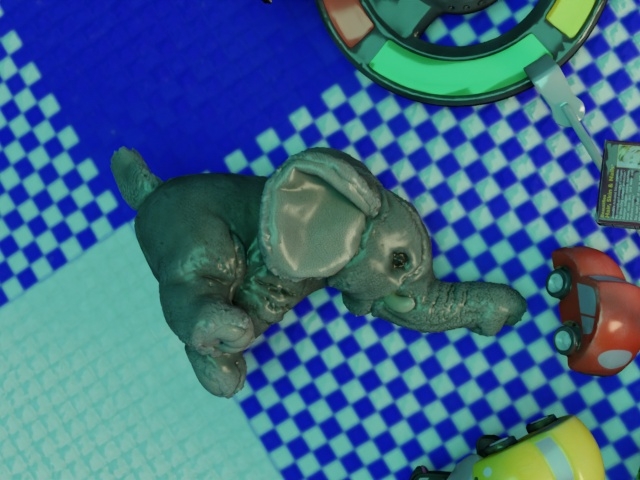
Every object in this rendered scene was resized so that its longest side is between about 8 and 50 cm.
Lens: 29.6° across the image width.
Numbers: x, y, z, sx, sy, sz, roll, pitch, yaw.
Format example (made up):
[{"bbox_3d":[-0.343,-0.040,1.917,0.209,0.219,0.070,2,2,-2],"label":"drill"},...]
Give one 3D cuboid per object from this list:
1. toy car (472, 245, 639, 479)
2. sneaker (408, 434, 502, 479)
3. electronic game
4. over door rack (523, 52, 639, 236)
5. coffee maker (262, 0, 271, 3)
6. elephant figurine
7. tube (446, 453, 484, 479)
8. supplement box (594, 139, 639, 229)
[{"bbox_3d":[0.226,0.138,0.838,0.225,0.239,0.053,40,142,-14],"label":"toy car"},{"bbox_3d":[0.083,0.211,0.912,0.178,0.072,0.077,-34,79,-1],"label":"sneaker"},{"bbox_3d":[0.103,-0.214,0.900,0.229,0.048,0.229,0,92,12],"label":"electronic game"},{"bbox_3d":[0.318,-0.046,0.814,0.239,0.108,0.324,-32,91,10],"label":"over door rack"},{"bbox_3d":[-0.007,-0.279,0.834,0.178,0.120,0.171,-30,107,5],"label":"coffee maker"},{"bbox_3d":[0.000,0.000,0.892,0.239,0.186,0.169,-24,43,1],"label":"elephant figurine"},{"bbox_3d":[0.193,0.230,0.841,0.240,0.070,0.062,31,133,-5],"label":"tube"},{"bbox_3d":[0.221,-0.032,0.773,0.083,0.043,0.055,7,88,16],"label":"supplement box"}]
